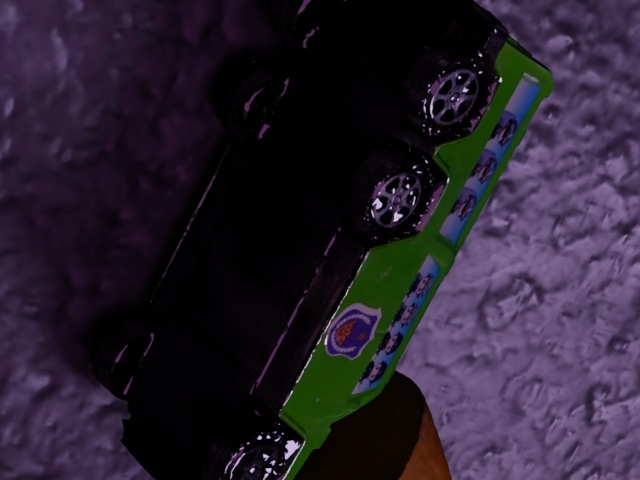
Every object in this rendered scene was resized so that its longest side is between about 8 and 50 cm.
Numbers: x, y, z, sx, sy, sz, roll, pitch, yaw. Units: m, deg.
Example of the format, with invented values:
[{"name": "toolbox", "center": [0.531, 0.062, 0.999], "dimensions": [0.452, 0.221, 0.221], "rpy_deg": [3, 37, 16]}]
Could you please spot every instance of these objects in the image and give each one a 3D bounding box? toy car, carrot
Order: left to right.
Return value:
[{"name": "toy car", "center": [0.000, 0.000, 0.536], "dimensions": [0.062, 0.071, 0.165], "rpy_deg": [15, 107, -49]}, {"name": "carrot", "center": [0.023, 0.130, 0.622], "dimensions": [0.072, 0.072, 0.205], "rpy_deg": [-29, 130, -13]}]
